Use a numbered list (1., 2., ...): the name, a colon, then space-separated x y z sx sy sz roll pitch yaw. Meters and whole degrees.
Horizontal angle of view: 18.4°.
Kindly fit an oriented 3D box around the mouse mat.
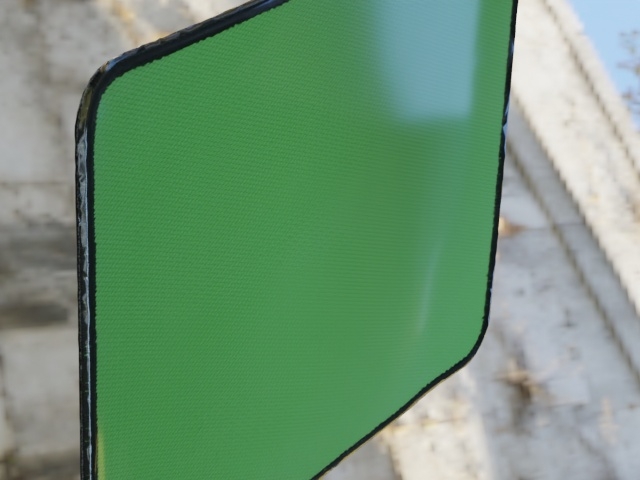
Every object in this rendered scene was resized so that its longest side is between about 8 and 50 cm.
1. mouse mat: 0.000 0.000 0.509 0.007 0.190 0.152 19 -59 29
